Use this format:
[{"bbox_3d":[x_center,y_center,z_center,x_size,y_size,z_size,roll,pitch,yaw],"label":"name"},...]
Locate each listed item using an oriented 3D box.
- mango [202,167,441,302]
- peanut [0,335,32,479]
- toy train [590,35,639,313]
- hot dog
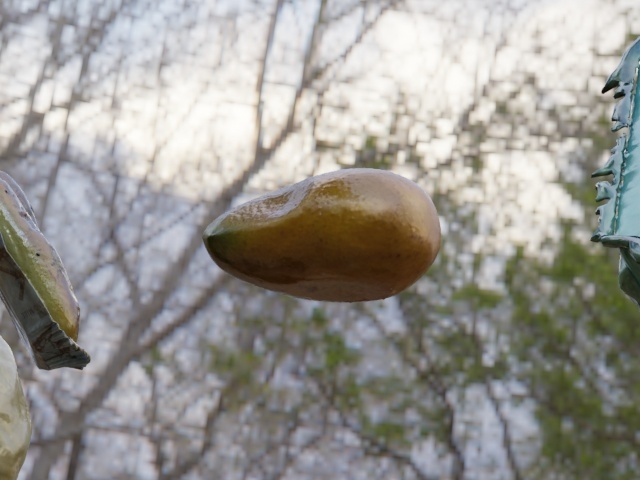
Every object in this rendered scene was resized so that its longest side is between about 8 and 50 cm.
[{"bbox_3d":[0.006,0.001,1.135,0.165,0.089,0.115,-13,-15,39],"label":"mango"},{"bbox_3d":[-0.348,0.073,1.271,0.158,0.340,0.174,-50,-28,16],"label":"peanut"},{"bbox_3d":[0.165,-0.022,0.450,0.163,0.203,0.112,-27,-72,27],"label":"toy train"},{"bbox_3d":[-0.333,0.027,1.849,0.081,0.270,0.162,-26,-11,-13],"label":"hot dog"}]
